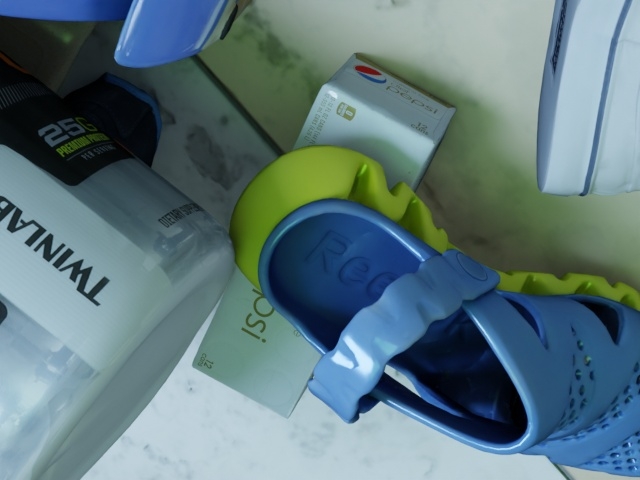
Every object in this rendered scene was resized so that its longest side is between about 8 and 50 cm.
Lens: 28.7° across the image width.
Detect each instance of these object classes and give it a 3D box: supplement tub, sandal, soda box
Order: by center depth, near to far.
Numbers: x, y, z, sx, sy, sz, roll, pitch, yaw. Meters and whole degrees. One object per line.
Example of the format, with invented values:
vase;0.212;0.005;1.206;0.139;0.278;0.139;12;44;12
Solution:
supplement tub;-0.231;-0.020;0.651;0.338;0.207;0.207;38;119;5
sandal;0.094;0.072;0.687;0.317;0.138;0.126;22;117;-21
soda box;0.000;0.000;0.763;0.074;0.069;0.216;29;120;4

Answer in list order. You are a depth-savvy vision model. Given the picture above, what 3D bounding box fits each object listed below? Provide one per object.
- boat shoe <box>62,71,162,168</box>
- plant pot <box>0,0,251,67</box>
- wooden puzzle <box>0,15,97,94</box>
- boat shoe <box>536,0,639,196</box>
boat shoe;-0.184;0.011;0.818;0.109;0.089;0.258;20;118;9
plant pot;-0.099;-0.229;0.610;0.212;0.236;0.236;24;118;-1
wooden puzzle;-0.340;-0.097;0.811;0.322;0.080;0.348;34;104;4
boat shoe;0.165;-0.124;0.624;0.084;0.095;0.258;4;142;2
